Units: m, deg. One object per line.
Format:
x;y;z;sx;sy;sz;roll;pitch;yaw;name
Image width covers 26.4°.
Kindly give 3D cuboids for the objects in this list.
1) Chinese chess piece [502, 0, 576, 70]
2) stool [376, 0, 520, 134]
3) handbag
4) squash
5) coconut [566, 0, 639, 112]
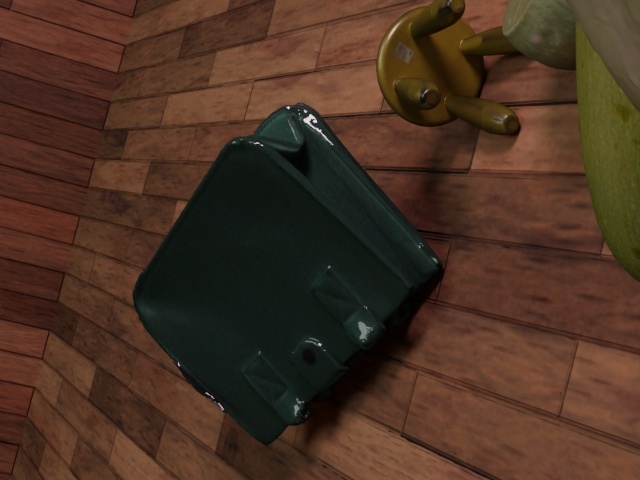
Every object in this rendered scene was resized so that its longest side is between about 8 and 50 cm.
0.201;-0.222;1.023;0.188;0.083;0.188;-158;90;-87;Chinese chess piece
0.120;-0.156;1.215;0.134;0.135;0.110;63;163;-17;stool
-0.046;0.044;1.355;0.089;0.238;0.326;-35;-12;-45;handbag
0.217;-0.067;0.811;0.132;0.132;0.247;-115;14;-59;squash
0.280;-0.138;0.429;0.404;0.404;0.405;-165;90;-69;coconut
